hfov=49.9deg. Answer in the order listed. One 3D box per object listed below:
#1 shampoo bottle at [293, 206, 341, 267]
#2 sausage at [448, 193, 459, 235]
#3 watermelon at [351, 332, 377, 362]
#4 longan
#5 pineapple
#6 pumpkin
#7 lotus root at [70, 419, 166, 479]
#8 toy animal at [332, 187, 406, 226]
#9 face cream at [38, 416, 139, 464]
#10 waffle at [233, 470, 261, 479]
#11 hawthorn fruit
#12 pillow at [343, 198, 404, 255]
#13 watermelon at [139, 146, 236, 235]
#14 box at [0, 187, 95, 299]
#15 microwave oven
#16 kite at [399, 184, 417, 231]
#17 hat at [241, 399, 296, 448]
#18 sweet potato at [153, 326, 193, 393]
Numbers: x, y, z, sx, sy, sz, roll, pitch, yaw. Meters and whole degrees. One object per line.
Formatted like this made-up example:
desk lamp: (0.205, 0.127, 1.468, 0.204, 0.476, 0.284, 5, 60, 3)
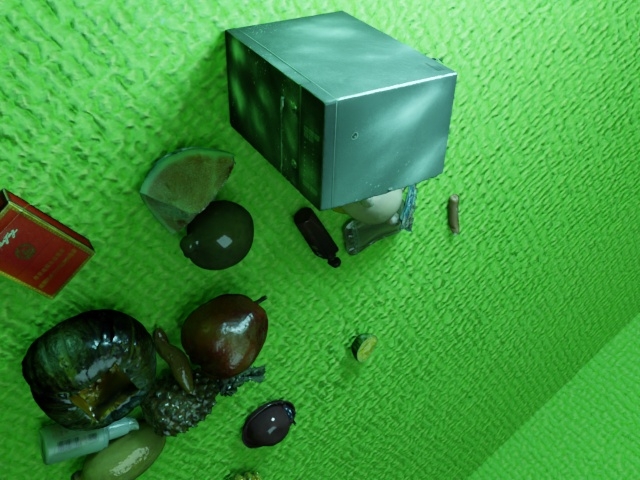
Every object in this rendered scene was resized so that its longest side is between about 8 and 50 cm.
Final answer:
shampoo bottle: (-0.002, 0.001, 1.938, 0.067, 0.068, 0.236, -40, 134, -5)
sausage: (0.429, -0.084, 2.206, 0.036, 0.042, 0.158, 1, 131, 13)
watermelon: (0.142, 0.351, 2.302, 0.105, 0.062, 0.106, -28, 134, -33)
longan: (-0.255, -0.008, 1.668, 0.204, 0.159, 0.185, -19, 145, -49)
pineapple: (-0.328, 0.418, 1.959, 0.361, 0.175, 0.175, -28, 135, -34)
pumpkin: (-0.548, 0.316, 1.677, 0.320, 0.192, 0.321, -21, 131, -26)
lotus root: (-0.556, 0.615, 1.937, 0.303, 0.131, 0.146, -34, 134, -11)
toy animal: (0.107, -0.178, 1.751, 0.278, 0.247, 0.345, -52, 136, 8)
face cream: (-0.616, 0.519, 1.846, 0.251, 0.101, 0.101, -8, 125, -33)
waffle: (-0.301, 0.890, 2.365, 0.229, 0.057, 0.219, -22, 135, -28)
hawthorn fruit: (-0.239, 0.243, 1.843, 0.261, 0.224, 0.224, -45, 138, -18)
pillow: (0.165, -0.039, 2.051, 0.217, 0.033, 0.130, -25, 132, -19)
watermelon: (-0.318, -0.140, 1.589, 0.146, 0.128, 0.231, 39, 83, -18)
box: (-0.630, 0.013, 1.485, 0.153, 0.074, 0.240, -44, 137, 4)
microwave oven: (0.033, -0.301, 1.473, 0.374, 0.432, 0.236, -18, 131, -24)
kite: (0.258, -0.148, 1.891, 0.406, 0.014, 0.368, 90, 18, -45)
hat: (-0.162, 0.615, 2.257, 0.205, 0.089, 0.206, -20, 131, -25)
sweet potato: (-0.387, 0.320, 1.837, 0.058, 0.055, 0.202, -32, 92, -27)
